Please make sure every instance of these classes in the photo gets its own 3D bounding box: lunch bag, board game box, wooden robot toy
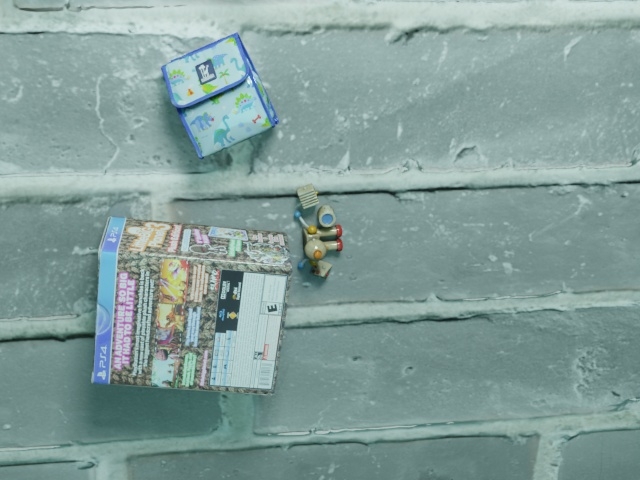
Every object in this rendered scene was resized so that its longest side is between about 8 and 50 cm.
[{"bbox_3d":[-0.149,-0.215,1.315,0.129,0.096,0.151,-22,99,6],"label":"lunch bag"},{"bbox_3d":[-0.205,0.104,1.412,0.291,0.141,0.232,6,112,-9],"label":"board game box"},{"bbox_3d":[0.000,0.000,1.426,0.076,0.079,0.173,-5,114,-4],"label":"wooden robot toy"}]
